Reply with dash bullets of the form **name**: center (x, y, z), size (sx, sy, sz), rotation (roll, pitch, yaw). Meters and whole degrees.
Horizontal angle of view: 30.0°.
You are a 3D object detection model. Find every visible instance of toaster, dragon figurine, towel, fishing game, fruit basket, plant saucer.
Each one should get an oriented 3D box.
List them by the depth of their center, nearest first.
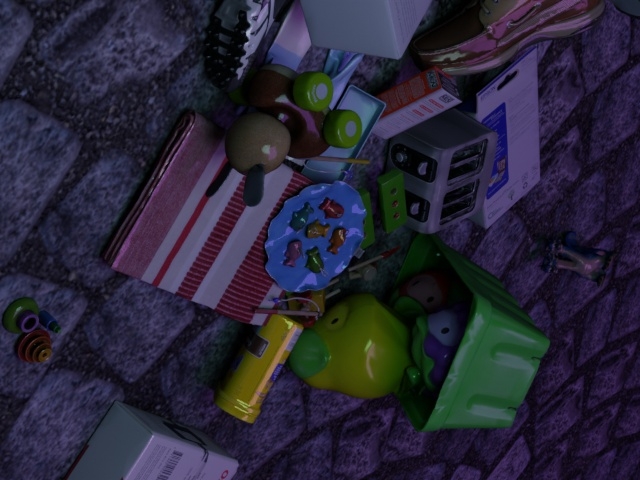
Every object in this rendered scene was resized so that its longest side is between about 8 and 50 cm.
- **towel**: center (-0.133, -0.020, 1.688), size (0.329, 0.037, 0.237), rotation (28, 94, -48)
- **fishing game**: center (0.000, 0.000, 1.770), size (0.189, 0.041, 0.264), rotation (7, 109, -43)
- **plant saucer**: center (0.025, -0.139, 1.810), size (0.067, 0.018, 0.192), rotation (27, 98, -18)
- **toaster**: center (0.199, -0.118, 1.987), size (0.185, 0.110, 0.168), rotation (-23, 134, -40)
- **fruit basket**: center (0.141, 0.148, 1.989), size (0.392, 0.392, 0.283), rotation (3, 114, -52)
- **dragon figurine**: center (0.551, 0.034, 2.558), size (0.289, 0.144, 0.085), rotation (-18, 131, -68)

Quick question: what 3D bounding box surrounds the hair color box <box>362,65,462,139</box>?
- **hair color box**: center (0.136, -0.209, 1.828), size (0.141, 0.043, 0.072), rotation (-24, 156, 26)

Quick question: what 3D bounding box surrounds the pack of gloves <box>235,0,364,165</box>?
- **pack of gloves**: center (-0.013, -0.225, 1.700), size (0.195, 0.046, 0.232), rotation (20, 100, -56)

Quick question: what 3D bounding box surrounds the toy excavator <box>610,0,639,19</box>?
- **toy excavator**: center (0.421, -0.579, 1.765), size (0.222, 0.433, 0.445), rotation (-54, 173, -5)

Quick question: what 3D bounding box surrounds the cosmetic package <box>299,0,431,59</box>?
- **cosmetic package**: center (0.067, -0.394, 1.532), size (0.225, 0.138, 0.224), rotation (-62, 151, -32)

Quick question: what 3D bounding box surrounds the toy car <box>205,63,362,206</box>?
- **toy car**: center (-0.068, -0.121, 1.560), size (0.149, 0.155, 0.188), rotation (48, 63, -39)

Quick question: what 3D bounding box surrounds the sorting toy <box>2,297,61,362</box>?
- **sorting toy**: center (-0.366, 0.119, 1.542), size (0.061, 0.042, 0.102), rotation (-37, 140, -27)

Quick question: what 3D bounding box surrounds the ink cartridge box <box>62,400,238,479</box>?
- **ink cartridge box**: center (-0.258, 0.362, 1.814), size (0.172, 0.100, 0.237), rotation (-56, 145, -1)

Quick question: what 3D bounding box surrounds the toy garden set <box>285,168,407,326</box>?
- **toy garden set**: center (0.030, 0.012, 1.917), size (0.244, 0.049, 0.204), rotation (-31, 137, -21)

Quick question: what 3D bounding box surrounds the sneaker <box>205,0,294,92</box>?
- **sneaker**: center (-0.078, -0.300, 1.532), size (0.106, 0.078, 0.234), rotation (-8, 121, -45)

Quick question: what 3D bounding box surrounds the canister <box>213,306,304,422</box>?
- **canister**: center (-0.096, 0.187, 1.865), size (0.170, 0.073, 0.126), rotation (-61, -174, 0)

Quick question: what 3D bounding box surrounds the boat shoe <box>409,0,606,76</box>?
- **boat shoe**: center (0.287, -0.358, 1.857), size (0.324, 0.122, 0.120), rotation (-23, 127, -11)

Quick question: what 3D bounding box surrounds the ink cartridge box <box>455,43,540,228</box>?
- **ink cartridge box**: center (0.315, -0.189, 2.114), size (0.165, 0.065, 0.333), rotation (-39, 143, -24)
